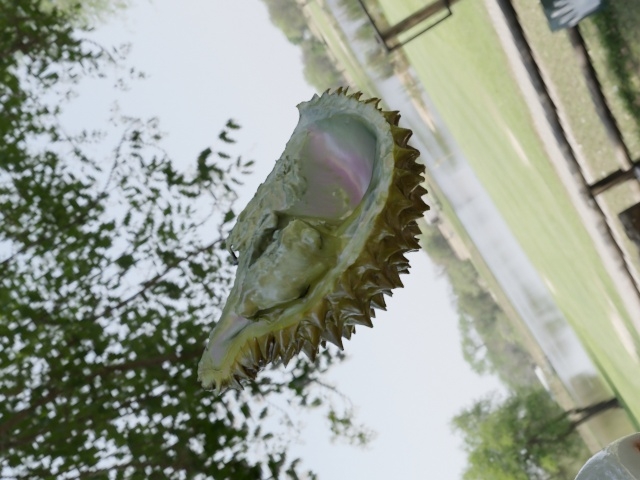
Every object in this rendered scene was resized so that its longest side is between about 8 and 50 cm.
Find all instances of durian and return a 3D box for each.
[{"bbox_3d":[0.000,0.000,0.674,0.166,0.306,0.172,24,164,4],"label":"durian"}]

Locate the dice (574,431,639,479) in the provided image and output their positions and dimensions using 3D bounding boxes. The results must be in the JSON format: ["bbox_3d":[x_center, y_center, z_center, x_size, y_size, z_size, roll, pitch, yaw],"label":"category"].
[{"bbox_3d":[0.518,0.450,1.068,0.277,0.304,0.304,-108,23,-76],"label":"dice"}]
